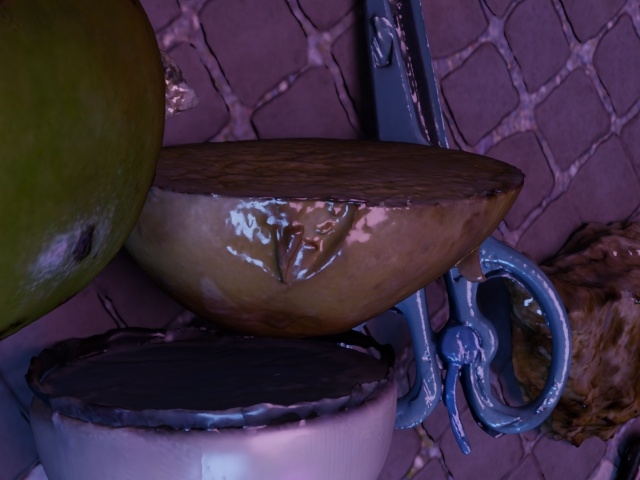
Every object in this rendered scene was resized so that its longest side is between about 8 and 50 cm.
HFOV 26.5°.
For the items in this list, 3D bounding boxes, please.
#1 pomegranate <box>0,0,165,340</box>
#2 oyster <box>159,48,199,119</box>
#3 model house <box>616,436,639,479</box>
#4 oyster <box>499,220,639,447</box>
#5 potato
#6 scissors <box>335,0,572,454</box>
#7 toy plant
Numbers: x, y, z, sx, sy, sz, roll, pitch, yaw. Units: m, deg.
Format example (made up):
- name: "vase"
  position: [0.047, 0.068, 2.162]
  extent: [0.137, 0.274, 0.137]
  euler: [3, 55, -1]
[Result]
- name: "pomegranate"
  position: [-0.225, -0.030, 0.660]
  extent: [0.291, 0.291, 0.323]
  euler: [11, 93, -40]
- name: "oyster"
  position: [-0.135, -0.098, 0.880]
  extent: [0.100, 0.037, 0.098]
  euler: [-48, 121, -25]
- name: "model house"
  position: [0.346, 0.303, 1.243]
  extent: [0.141, 0.164, 0.203]
  euler: [-40, 120, -23]
- name: "oyster"
  position: [0.270, 0.090, 1.195]
  extent: [0.396, 0.111, 0.204]
  euler: [-3, 100, -42]
- name: "potato"
  position: [0.000, 0.000, 0.874]
  extent: [0.299, 0.239, 0.116]
  euler: [-12, 104, -47]
- name: "scissors"
  position: [0.082, -0.032, 1.023]
  extent: [0.180, 0.032, 0.393]
  euler: [-8, 93, 3]
- name: "toy plant"
  position: [-0.062, 0.228, 0.863]
  extent: [0.247, 0.247, 0.332]
  euler: [-11, 104, -38]
